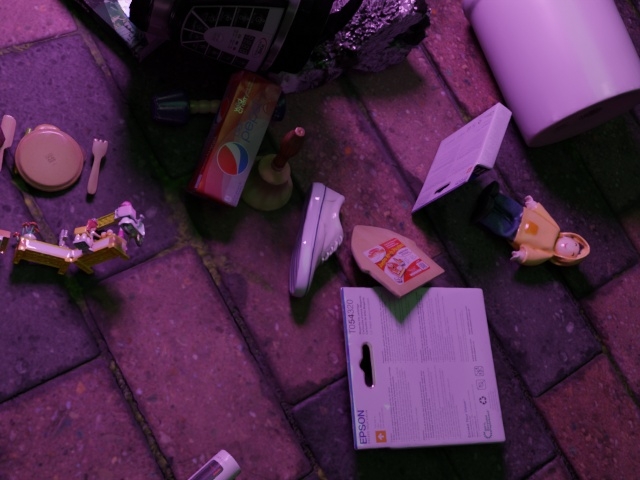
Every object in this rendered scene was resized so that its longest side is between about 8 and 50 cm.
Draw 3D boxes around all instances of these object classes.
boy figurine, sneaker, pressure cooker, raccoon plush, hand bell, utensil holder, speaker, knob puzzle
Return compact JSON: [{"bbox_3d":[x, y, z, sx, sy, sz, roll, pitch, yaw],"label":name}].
[{"bbox_3d":[0.483,-0.014,1.756,0.285,0.092,0.177,31,60,-5],"label":"boy figurine"},{"bbox_3d":[0.000,0.000,1.556,0.091,0.094,0.258,17,65,-10],"label":"sneaker"},{"bbox_3d":[-0.117,-0.516,1.435,0.421,0.370,0.375,14,109,-17],"label":"pressure cooker"},{"bbox_3d":[0.041,-0.544,1.721,0.447,0.216,0.299,-21,72,-26],"label":"raccoon plush"},{"bbox_3d":[-0.076,-0.158,1.500,0.126,0.242,0.126,8,68,-20],"label":"hand bell"},{"bbox_3d":[0.562,-0.459,1.818,0.328,0.327,0.385,-17,79,-26],"label":"utensil holder"},{"bbox_3d":[-0.205,0.431,1.341,0.136,0.055,0.055,-38,88,-28],"label":"speaker"},{"bbox_3d":[0.139,0.038,1.606,0.213,0.030,0.213,16,37,-13],"label":"knob puzzle"}]

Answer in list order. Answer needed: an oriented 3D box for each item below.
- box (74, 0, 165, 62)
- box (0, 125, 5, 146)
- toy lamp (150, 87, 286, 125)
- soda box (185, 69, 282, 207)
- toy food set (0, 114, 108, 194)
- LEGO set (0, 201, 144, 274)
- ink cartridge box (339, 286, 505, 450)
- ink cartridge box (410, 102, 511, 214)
[{"bbox_3d":[-0.412,-0.560,1.602,0.322,0.058,0.232,43,71,0],"label":"box"},{"bbox_3d":[-0.703,-0.148,1.296,0.214,0.117,0.243,31,73,-7],"label":"box"},{"bbox_3d":[-0.211,-0.277,1.586,0.275,0.080,0.080,-4,73,-25],"label":"toy lamp"},{"bbox_3d":[-0.171,-0.200,1.519,0.092,0.083,0.263,23,82,-24],"label":"soda box"},{"bbox_3d":[-0.512,-0.155,1.449,0.192,0.038,0.132,14,74,-22],"label":"toy food set"},{"bbox_3d":[-0.455,-0.017,1.381,0.287,0.132,0.107,-5,54,1],"label":"LEGO set"},{"bbox_3d":[0.197,0.256,1.556,0.330,0.071,0.324,2,70,-17],"label":"ink cartridge box"},{"bbox_3d":[0.304,-0.164,1.663,0.045,0.223,0.224,34,63,-14],"label":"ink cartridge box"}]
